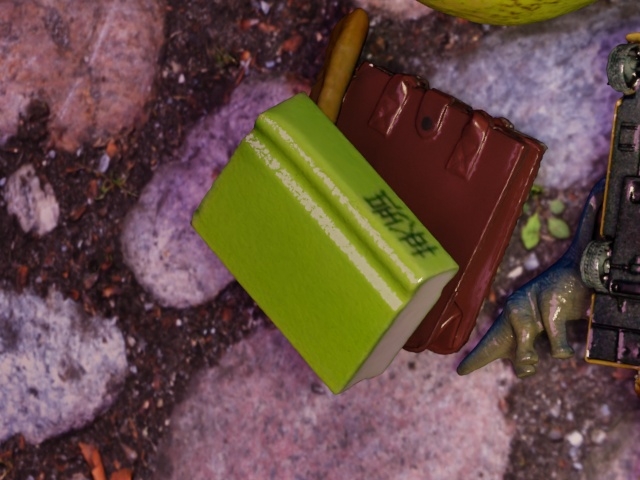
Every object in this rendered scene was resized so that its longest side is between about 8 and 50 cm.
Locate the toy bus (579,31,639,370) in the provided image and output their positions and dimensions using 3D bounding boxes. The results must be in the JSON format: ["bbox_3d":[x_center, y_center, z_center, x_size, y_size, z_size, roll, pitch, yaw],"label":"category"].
[{"bbox_3d":[0.348,-0.036,1.900,0.121,0.123,0.335,7,90,37],"label":"toy bus"}]

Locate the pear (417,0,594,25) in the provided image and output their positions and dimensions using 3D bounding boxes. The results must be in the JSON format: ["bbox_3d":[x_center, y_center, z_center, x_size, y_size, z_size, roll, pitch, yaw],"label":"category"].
[{"bbox_3d":[0.179,-0.393,1.904,0.391,0.391,0.391,-3,84,35],"label":"pear"}]

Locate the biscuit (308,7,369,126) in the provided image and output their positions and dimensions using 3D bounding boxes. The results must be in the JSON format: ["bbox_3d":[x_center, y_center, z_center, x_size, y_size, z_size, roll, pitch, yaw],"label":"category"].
[{"bbox_3d":[-0.006,-0.162,2.174,0.183,0.039,0.174,-37,33,63],"label":"biscuit"}]

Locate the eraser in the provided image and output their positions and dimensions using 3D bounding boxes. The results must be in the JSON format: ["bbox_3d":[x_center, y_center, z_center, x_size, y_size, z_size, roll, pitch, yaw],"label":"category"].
[{"bbox_3d":[0.000,0.000,2.039,0.274,0.092,0.210,51,132,20],"label":"eraser"}]

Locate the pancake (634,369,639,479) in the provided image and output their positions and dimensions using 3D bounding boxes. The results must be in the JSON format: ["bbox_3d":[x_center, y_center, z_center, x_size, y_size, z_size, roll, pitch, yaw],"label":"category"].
[{"bbox_3d":[0.374,0.217,1.850,0.266,0.057,0.244,44,150,-7],"label":"pancake"}]

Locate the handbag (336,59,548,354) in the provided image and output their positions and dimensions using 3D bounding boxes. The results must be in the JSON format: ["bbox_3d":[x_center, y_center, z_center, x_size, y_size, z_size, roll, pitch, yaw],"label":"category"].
[{"bbox_3d":[0.095,-0.037,2.111,0.260,0.084,0.275,32,104,36],"label":"handbag"}]

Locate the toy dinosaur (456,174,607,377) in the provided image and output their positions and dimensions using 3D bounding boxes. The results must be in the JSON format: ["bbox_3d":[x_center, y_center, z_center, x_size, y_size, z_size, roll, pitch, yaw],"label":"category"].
[{"bbox_3d":[0.230,0.047,2.029,0.248,0.075,0.188,-22,64,38],"label":"toy dinosaur"}]
